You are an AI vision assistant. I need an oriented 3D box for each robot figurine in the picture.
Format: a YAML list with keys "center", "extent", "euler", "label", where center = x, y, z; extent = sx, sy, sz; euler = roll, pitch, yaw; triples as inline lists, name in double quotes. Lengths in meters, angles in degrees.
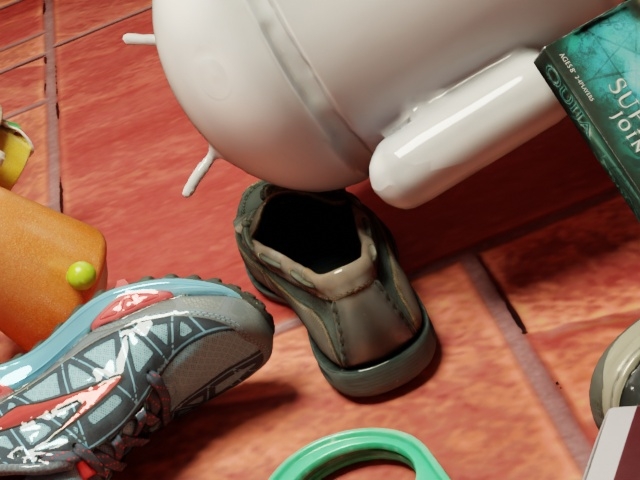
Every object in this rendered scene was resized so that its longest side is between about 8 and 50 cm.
- center: [0.046, -0.159, 0.916]
  extent: [0.353, 0.200, 0.300]
  euler: [-28, 53, 12]
  label: "robot figurine"

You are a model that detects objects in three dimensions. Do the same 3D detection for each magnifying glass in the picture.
- center: [0.058, 0.141, 0.725]
  extent: [0.092, 0.026, 0.231]
  euler: [-39, 33, -29]
  label: "magnifying glass"

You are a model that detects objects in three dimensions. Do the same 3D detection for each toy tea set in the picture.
- center: [-0.246, 0.018, 1.112]
  extent: [0.200, 0.124, 0.336]
  euler: [-49, 28, 13]
  label: "toy tea set"

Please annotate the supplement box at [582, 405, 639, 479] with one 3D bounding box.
- center: [0.223, 0.123, 0.524]
  extent: [0.239, 0.130, 0.073]
  euler: [-7, 30, 29]
  label: "supplement box"

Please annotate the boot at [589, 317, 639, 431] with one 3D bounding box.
- center: [0.258, 0.042, 0.677]
  extent: [0.236, 0.085, 0.178]
  euler: [-36, 24, -11]
  label: "boot"

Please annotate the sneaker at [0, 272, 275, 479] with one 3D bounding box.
- center: [-0.137, 0.119, 0.859]
  extent: [0.261, 0.104, 0.125]
  euler: [-26, 45, 1]
  label: "sneaker"

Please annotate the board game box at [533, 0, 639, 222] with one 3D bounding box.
- center: [0.216, -0.052, 0.803]
  extent: [0.126, 0.186, 0.026]
  euler: [-30, -9, -14]
  label: "board game box"

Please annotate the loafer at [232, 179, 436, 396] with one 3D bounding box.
- center: [0.000, 0.000, 0.951]
  extent: [0.096, 0.084, 0.267]
  euler: [-28, 28, -6]
  label: "loafer"
